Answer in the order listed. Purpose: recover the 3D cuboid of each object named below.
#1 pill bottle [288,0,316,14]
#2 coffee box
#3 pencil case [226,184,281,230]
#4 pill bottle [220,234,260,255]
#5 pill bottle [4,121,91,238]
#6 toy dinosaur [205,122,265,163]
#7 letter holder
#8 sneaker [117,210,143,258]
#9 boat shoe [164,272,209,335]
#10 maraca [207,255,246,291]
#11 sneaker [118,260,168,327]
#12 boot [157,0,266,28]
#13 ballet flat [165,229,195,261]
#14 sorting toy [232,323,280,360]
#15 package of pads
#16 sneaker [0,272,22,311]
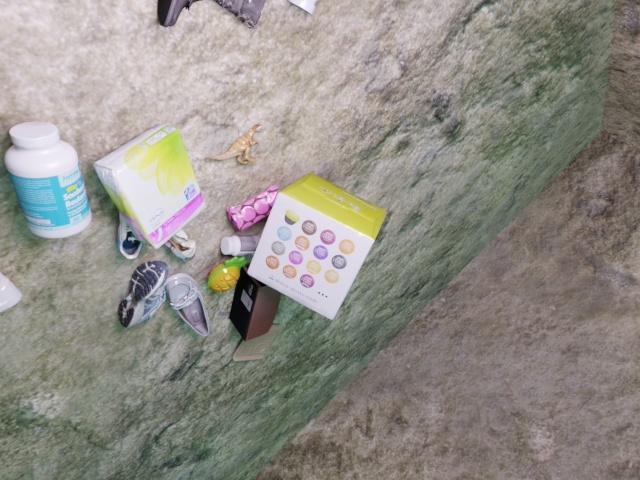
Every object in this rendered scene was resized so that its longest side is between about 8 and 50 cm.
[{"bbox_3d":[-0.014,-0.703,1.093,0.103,0.103,0.184,5,122,-45],"label":"pill bottle"},{"bbox_3d":[0.000,0.000,1.483,0.334,0.338,0.338,-65,174,25],"label":"coffee box"},{"bbox_3d":[-0.226,-0.120,1.476,0.210,0.095,0.098,-33,116,-17],"label":"pencil case"},{"bbox_3d":[-0.295,0.019,1.550,0.137,0.078,0.078,0,125,-43],"label":"pill bottle"},{"bbox_3d":[-0.656,-0.144,1.007,0.146,0.146,0.263,-17,136,-31],"label":"pill bottle"},{"bbox_3d":[-0.259,-0.288,1.319,0.211,0.064,0.112,-44,126,-15],"label":"toy dinosaur"},{"bbox_3d":[-0.236,0.244,1.762,0.215,0.152,0.301,-11,132,-38],"label":"letter holder"},{"bbox_3d":[-0.558,-0.049,1.241,0.085,0.086,0.237,-9,130,-35],"label":"sneaker"},{"bbox_3d":[-0.490,0.243,1.566,0.118,0.103,0.320,-28,140,-21],"label":"boat shoe"},{"bbox_3d":[-0.353,0.124,1.571,0.185,0.099,0.127,-47,157,21],"label":"maraca"},{"bbox_3d":[-0.586,0.175,1.435,0.283,0.110,0.122,-51,155,21],"label":"sneaker"},{"bbox_3d":[-0.242,-0.586,1.008,0.229,0.091,0.262,18,110,-49],"label":"boot"},{"bbox_3d":[-0.463,0.002,1.373,0.079,0.076,0.221,-6,144,21],"label":"ballet flat"},{"bbox_3d":[-0.311,0.491,2.028,0.193,0.038,0.208,12,112,-48],"label":"sorting toy"},{"bbox_3d":[-0.463,-0.145,1.166,0.229,0.101,0.296,-49,149,-34],"label":"package of pads"},{"bbox_3d":[-0.963,0.157,1.061,0.293,0.108,0.169,-34,141,-28],"label":"sneaker"}]
